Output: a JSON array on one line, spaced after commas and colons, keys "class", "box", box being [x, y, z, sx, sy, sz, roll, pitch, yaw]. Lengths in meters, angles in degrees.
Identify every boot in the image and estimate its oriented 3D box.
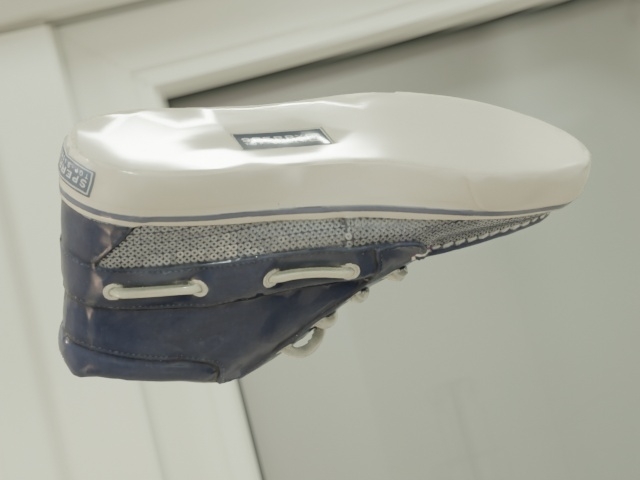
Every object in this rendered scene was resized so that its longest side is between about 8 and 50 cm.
[{"class": "boot", "box": [0.000, 0.000, 0.570, 0.190, 0.069, 0.086, -2, -60, -18]}]
